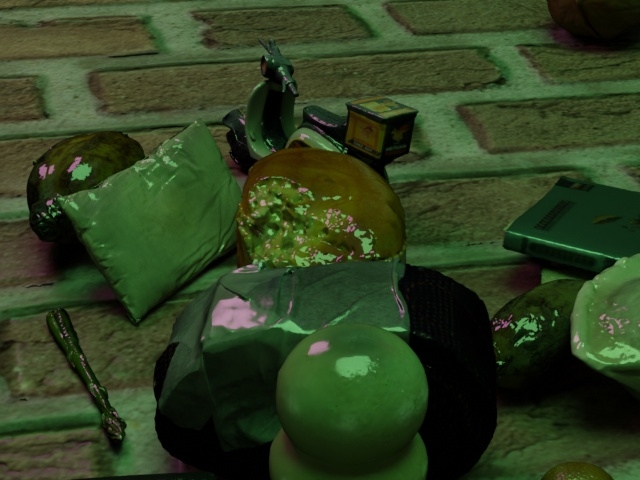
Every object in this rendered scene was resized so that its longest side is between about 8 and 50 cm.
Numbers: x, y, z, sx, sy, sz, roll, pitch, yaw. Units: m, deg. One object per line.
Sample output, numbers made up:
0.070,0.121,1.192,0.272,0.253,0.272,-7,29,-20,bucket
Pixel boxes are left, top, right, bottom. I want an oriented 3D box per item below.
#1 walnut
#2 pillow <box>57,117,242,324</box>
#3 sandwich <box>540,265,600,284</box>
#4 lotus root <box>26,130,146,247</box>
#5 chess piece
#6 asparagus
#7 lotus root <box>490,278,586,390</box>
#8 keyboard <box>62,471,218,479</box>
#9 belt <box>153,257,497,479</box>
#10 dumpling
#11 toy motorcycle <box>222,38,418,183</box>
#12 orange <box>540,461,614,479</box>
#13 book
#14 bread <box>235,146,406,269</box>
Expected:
0.428,-0.384,2.136,0.167,0.167,0.207,21,37,28,walnut
-0.164,-0.024,1.500,0.148,0.050,0.229,55,44,-3,pillow
0.271,0.064,1.462,0.093,0.036,0.105,-9,33,-21,sandwich
-0.252,-0.053,1.544,0.120,0.120,0.209,11,31,14,lotus root
0.021,0.173,1.033,0.144,0.251,0.144,2,29,-1,chess piece
-0.217,0.125,1.329,0.023,0.022,0.233,38,5,-37,asparagus
0.212,0.090,1.361,0.179,0.089,0.080,-26,65,-38,lotus root
-0.165,0.225,1.139,0.381,0.041,0.103,1,30,-3,keyboard
0.003,0.122,1.199,0.289,0.184,0.164,0,34,6,belt
0.325,0.081,1.333,0.215,0.126,0.166,-13,50,-6,dumpling
-0.014,-0.124,1.642,0.263,0.157,0.091,28,29,36,toy motorcycle
0.206,0.218,1.145,0.085,0.085,0.085,2,30,-1,orange
0.409,0.011,1.535,0.379,0.031,0.264,15,20,19,book
0.000,0.000,1.459,0.179,0.133,0.250,4,31,-5,bread
